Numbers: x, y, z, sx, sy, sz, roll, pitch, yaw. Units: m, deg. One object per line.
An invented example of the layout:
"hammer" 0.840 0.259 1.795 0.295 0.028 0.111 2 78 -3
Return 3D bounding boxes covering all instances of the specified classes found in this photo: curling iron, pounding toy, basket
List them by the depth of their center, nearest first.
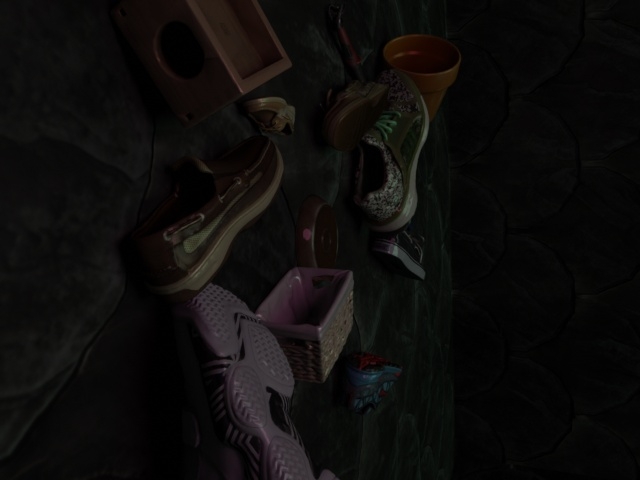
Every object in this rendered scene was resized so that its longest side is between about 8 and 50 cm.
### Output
"pounding toy" -0.146 -0.221 0.505 0.206 0.094 0.181 59 32 -17
"basket" -0.019 0.125 0.801 0.167 0.113 0.103 -53 141 -56
"curling iron" 0.070 -0.400 1.128 0.274 0.035 0.068 49 46 -60

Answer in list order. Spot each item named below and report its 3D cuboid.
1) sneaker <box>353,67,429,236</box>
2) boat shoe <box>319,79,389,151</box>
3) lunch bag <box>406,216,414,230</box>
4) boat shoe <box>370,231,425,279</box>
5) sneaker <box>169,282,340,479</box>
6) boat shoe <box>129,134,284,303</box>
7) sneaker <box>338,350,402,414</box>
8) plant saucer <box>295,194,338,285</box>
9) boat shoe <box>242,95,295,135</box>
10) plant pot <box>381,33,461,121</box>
"sneaker" 0.145 -0.226 1.193 0.182 0.157 0.411 28 61 -56
"boat shoe" 0.055 -0.256 1.048 0.285 0.089 0.105 -48 159 -57
"lunch bag" 0.240 -0.074 1.534 0.098 0.065 0.067 57 39 -56
"boat shoe" 0.222 0.028 1.427 0.306 0.113 0.105 36 71 -54
"sneaker" -0.112 0.235 0.544 0.366 0.210 0.137 60 14 17
"boat shoe" -0.116 -0.055 0.576 0.258 0.095 0.095 -67 144 -44
"sneaker" 0.100 0.320 1.175 0.261 0.104 0.125 24 85 -63
"plant saucer" 0.000 0.000 0.964 0.168 0.029 0.169 1 90 -69
"boat shoe" -0.067 -0.176 0.754 0.135 0.050 0.045 -13 97 -68
"plant pot" 0.264 -0.426 1.440 0.188 0.204 0.205 89 15 -49
